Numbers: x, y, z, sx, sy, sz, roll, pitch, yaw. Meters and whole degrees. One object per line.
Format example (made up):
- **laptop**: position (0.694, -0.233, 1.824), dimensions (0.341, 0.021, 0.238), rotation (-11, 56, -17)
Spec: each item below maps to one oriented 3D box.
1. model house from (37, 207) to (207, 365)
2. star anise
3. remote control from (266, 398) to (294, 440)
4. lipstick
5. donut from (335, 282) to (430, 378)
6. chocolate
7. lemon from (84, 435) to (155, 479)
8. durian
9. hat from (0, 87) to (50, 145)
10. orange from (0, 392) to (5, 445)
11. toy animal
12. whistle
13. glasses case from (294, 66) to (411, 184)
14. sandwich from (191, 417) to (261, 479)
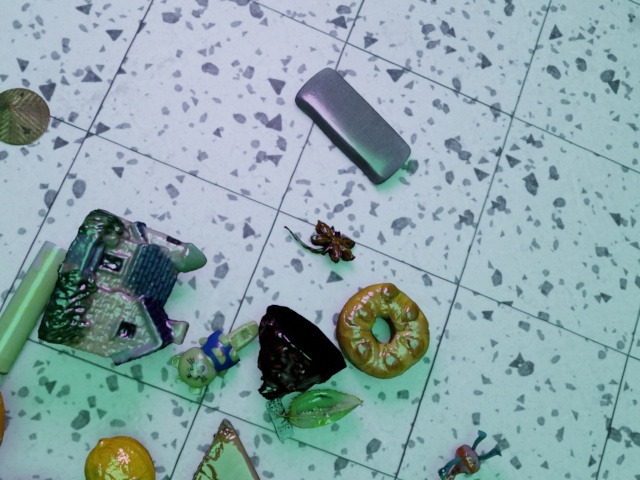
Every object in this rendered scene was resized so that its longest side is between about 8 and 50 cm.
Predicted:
- **model house**: position (-0.410, 0.112, 1.428), dimensions (0.284, 0.243, 0.299), rotation (22, 86, -8)
- **star anise**: position (0.000, 0.000, 1.609), dimensions (0.190, 0.070, 0.097), rotation (31, 49, -2)
- **remote control**: position (-0.096, 0.421, 1.539), dimensions (0.039, 0.014, 0.096), rotation (-21, 83, -13)
- **lipstick**: position (-0.659, 0.150, 1.460), dimensions (0.076, 0.076, 0.304), rotation (26, 75, -5)
- **donut**: position (0.145, 0.217, 1.567), dimensions (0.226, 0.114, 0.227), rotation (2, 80, -10)
- **chocolate**: position (-0.089, 0.278, 1.495), dimensions (0.206, 0.224, 0.177), rotation (45, 100, 24)
- **lemon**: position (-0.424, 0.505, 1.402), dimensions (0.142, 0.142, 0.187), rotation (-29, 89, -14)
- **durian**: position (-0.011, 0.391, 1.515), dimensions (0.215, 0.100, 0.086), rotation (-8, 78, -18)
- **hat**: position (-0.717, -0.302, 1.532), dimensions (0.145, 0.067, 0.146), rotation (2, 80, -9)
- **orange**: position (-0.797, 0.367, 1.287), dimensions (0.340, 0.293, 0.341), rotation (-1, 86, 7)
- **toy animal**: position (0.333, 0.545, 1.549), dimensions (0.208, 0.100, 0.103), rotation (-43, 128, -2)
- **whistle**: position (-0.236, 0.262, 1.507), dimensions (0.227, 0.085, 0.105), rotation (-33, 96, -14)
- **glasses case**: position (0.084, -0.293, 1.668), dimensions (0.323, 0.074, 0.131), rotation (46, 75, 0)
- **sandwich**: position (-0.187, 0.536, 1.456), dimensions (0.186, 0.108, 0.220), rotation (27, 74, -4)
